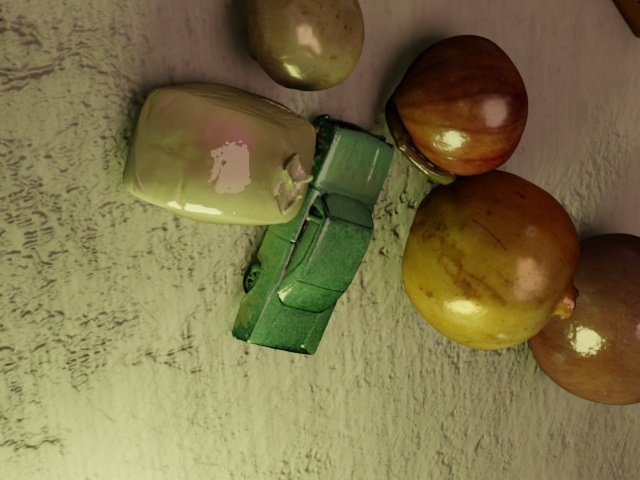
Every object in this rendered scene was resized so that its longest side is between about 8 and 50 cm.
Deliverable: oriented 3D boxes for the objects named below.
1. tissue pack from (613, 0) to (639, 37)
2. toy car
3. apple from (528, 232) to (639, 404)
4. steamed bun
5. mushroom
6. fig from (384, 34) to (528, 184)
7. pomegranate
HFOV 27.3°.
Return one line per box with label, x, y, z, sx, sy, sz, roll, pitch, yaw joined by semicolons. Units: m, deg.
tissue pack;0.529;-0.416;1.953;0.145;0.194;0.274;-55;135;-6
toy car;0.000;0.000;1.757;0.141;0.097;0.320;16;99;-44
apple;0.491;0.133;2.146;0.306;0.235;0.305;-17;120;-33
steamed bun;-0.106;-0.094;1.584;0.239;0.153;0.170;6;104;-45
mushroom;-0.024;-0.262;1.602;0.166;0.127;0.166;3;86;-51
fig;0.184;-0.177;1.783;0.205;0.205;0.205;-18;120;-34
pomegranate;0.242;0.035;1.862;0.264;0.264;0.264;-18;120;-34
